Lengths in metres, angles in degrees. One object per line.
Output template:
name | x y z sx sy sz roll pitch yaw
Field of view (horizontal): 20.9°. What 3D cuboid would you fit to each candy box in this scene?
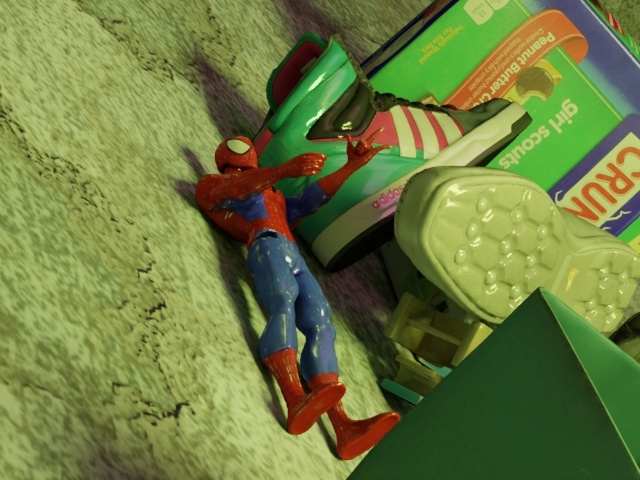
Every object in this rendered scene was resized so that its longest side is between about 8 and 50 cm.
candy box | 0.211 -0.107 1.729 0.317 0.268 0.122 46 20 -11

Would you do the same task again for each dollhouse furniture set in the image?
dollhouse furniture set | 0.131 0.144 1.286 0.184 0.129 0.129 23 -8 46

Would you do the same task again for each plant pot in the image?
plant pot | 0.091 0.182 0.832 0.165 0.234 0.165 36 20 -37

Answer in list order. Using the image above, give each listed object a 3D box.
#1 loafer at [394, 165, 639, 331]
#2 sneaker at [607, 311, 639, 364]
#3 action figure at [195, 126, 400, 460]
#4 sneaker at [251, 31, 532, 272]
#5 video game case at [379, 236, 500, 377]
loafer | 0.136 0.005 1.316 0.111 0.112 0.319 25 1 34
sneaker | 0.339 0.132 1.766 0.097 0.135 0.276 52 15 17
action figure | 0.000 0.000 1.195 0.091 0.139 0.280 35 19 -44
sneaker | 0.044 -0.101 1.460 0.178 0.124 0.295 51 41 7
video game case | 0.165 0.079 1.559 0.269 0.061 0.244 38 21 -32
